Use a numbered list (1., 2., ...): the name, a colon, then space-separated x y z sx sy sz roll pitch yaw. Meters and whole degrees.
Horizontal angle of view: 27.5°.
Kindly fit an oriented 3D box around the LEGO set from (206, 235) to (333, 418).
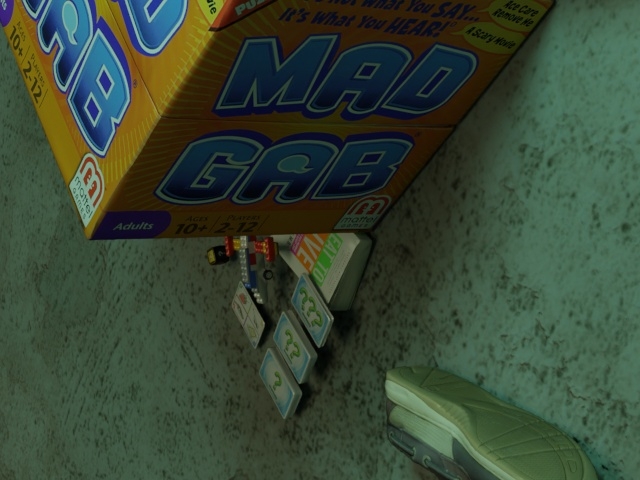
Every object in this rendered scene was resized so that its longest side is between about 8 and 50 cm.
1. LEGO set: -0.079 0.067 1.557 0.244 0.060 0.182 59 143 34

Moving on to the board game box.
1. board game box: -0.069 -0.248 1.311 0.356 0.356 0.356 -52 53 39

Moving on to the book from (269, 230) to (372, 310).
1. book: 0.000 0.000 1.501 0.144 0.035 0.096 47 125 43

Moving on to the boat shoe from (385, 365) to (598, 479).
1. boat shoe: 0.155 0.208 1.259 0.285 0.103 0.092 29 119 52
